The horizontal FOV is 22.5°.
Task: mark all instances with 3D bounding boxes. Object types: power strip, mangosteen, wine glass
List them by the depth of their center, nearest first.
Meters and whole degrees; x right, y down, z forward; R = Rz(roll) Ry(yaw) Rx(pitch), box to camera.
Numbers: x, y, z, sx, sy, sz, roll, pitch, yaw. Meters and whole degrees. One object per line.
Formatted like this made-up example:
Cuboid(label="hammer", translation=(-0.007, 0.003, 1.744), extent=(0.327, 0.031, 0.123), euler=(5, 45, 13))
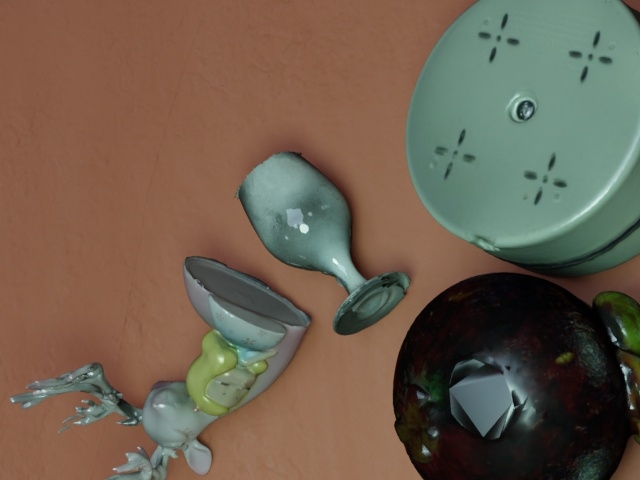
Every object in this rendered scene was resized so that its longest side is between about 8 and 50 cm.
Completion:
Cuboid(label="mangosteen", translation=(0.231, 0.172, 1.820), extent=(0.311, 0.311, 0.311), euler=(-7, 74, 25))
Cuboid(label="power strip", translation=(0.282, -0.143, 1.907), extent=(0.357, 0.161, 0.357), euler=(-14, 67, 35))
Cuboid(label="wine glass", translation=(0.000, 0.000, 2.061), extent=(0.126, 0.126, 0.241), euler=(-43, 64, 11))

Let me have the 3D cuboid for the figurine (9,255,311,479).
Cuboid(label="figurine", translation=(-0.204, 0.182, 2.044), extent=(0.206, 0.284, 0.316), euler=(40, 108, 31))
